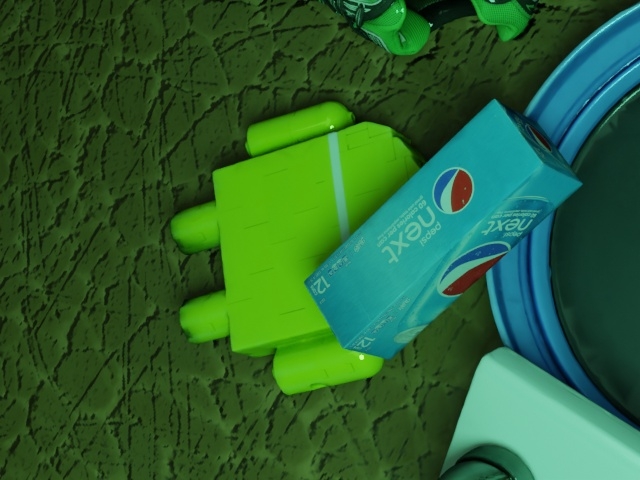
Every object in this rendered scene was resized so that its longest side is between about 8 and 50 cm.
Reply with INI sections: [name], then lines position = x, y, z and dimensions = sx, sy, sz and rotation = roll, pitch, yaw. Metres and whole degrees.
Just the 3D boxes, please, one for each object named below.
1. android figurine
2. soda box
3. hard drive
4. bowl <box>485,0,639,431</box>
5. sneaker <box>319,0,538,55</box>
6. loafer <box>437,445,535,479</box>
[android figurine]
position = 0.000, 0.000, 1.208
dimensions = 0.273, 0.056, 0.248
rotation = -17, 70, 23
[soda box]
position = 0.090, -0.004, 1.074
dimensions = 0.210, 0.067, 0.071
rotation = -45, 56, 21
[hard drive]
position = 0.215, 0.236, 0.998
dimensions = 0.307, 0.040, 0.203
rotation = 33, 124, 30
[bowl]
position = 0.316, -0.003, 1.035
dimensions = 0.391, 0.077, 0.391
rotation = -7, 75, 26
[sneaker]
position = 0.026, -0.236, 1.209
dimensions = 0.344, 0.134, 0.146
rotation = 4, 80, 27
[loafer]
position = 0.123, 0.283, 1.007
dimensions = 0.096, 0.084, 0.267
rotation = -8, 98, 45
